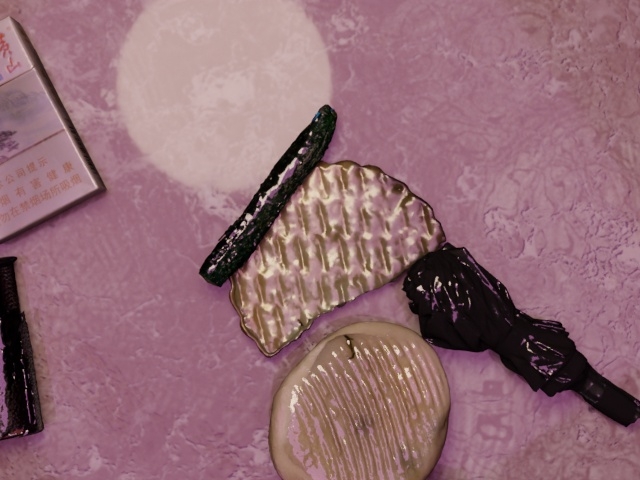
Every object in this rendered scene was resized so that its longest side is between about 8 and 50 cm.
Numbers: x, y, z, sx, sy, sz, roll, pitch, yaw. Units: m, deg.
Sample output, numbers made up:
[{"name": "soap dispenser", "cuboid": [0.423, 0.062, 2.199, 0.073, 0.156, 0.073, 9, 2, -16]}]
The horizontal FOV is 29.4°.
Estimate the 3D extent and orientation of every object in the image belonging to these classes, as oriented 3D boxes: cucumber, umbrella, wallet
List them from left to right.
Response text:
[{"name": "wallet", "cuboid": [-0.473, 0.144, 1.451, 0.262, 0.071, 0.220, -10, 91, 5]}, {"name": "cucumber", "cuboid": [-0.056, -0.053, 1.443, 0.044, 0.043, 0.256, 36, 86, -3]}, {"name": "umbrella", "cuboid": [0.246, 0.126, 1.461, 0.340, 0.118, 0.118, 33, 89, -13]}]

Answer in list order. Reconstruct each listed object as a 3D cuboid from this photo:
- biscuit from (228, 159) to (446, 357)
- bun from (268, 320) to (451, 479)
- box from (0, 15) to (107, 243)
[{"name": "biscuit", "cuboid": [0.000, 0.000, 1.479, 0.274, 0.036, 0.187, -30, 91, -1]}, {"name": "bun", "cuboid": [0.045, 0.212, 1.443, 0.237, 0.116, 0.210, -31, 88, -16]}, {"name": "box", "cuboid": [-0.375, -0.130, 1.450, 0.149, 0.067, 0.233, -28, 90, -2]}]
